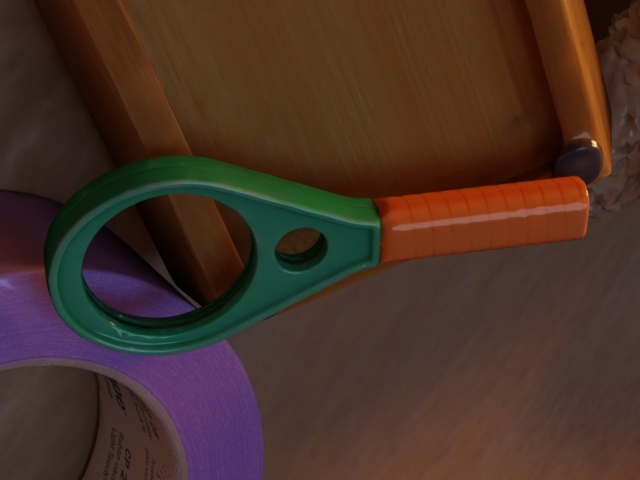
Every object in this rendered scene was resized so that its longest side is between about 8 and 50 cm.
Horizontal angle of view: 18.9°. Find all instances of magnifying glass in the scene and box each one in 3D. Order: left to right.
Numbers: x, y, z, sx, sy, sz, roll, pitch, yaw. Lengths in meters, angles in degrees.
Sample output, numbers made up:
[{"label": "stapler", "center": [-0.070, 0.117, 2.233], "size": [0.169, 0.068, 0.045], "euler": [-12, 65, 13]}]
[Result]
[{"label": "magnifying glass", "center": [0.000, 0.000, 0.807], "size": [0.231, 0.026, 0.092], "euler": [-8, 128, -12]}]

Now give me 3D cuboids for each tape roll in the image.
[{"label": "tape roll", "center": [-0.165, 0.118, 0.889], "size": [0.275, 0.090, 0.275], "euler": [-17, 124, -27]}]

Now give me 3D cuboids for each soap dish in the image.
[{"label": "soap dish", "center": [-0.002, -0.109, 0.816], "size": [0.229, 0.118, 0.291], "euler": [-22, 129, 1]}]

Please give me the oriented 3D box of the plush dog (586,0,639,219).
[{"label": "plush dog", "center": [0.261, -0.070, 0.989], "size": [0.225, 0.262, 0.210], "euler": [12, 103, -48]}]
